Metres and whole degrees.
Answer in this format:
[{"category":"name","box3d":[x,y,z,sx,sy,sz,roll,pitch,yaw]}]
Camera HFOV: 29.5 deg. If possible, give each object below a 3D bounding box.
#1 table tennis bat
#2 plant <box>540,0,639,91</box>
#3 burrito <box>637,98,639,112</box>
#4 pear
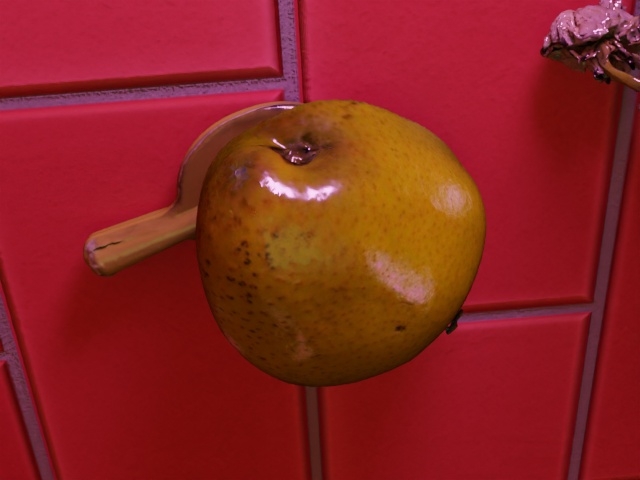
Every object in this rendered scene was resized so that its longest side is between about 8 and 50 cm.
[{"category":"table tennis bat","box3d":[-0.117,-0.044,1.474,0.369,0.054,0.224,-23,130,8]},{"category":"plant","box3d":[0.310,-0.200,1.340,0.117,0.122,0.104,-11,142,-5]},{"category":"burrito","box3d":[0.530,-0.217,1.359,0.175,0.107,0.348,24,127,-40]},{"category":"pear","box3d":[0.000,0.000,1.359,0.342,0.238,0.318,-33,140,12]}]
